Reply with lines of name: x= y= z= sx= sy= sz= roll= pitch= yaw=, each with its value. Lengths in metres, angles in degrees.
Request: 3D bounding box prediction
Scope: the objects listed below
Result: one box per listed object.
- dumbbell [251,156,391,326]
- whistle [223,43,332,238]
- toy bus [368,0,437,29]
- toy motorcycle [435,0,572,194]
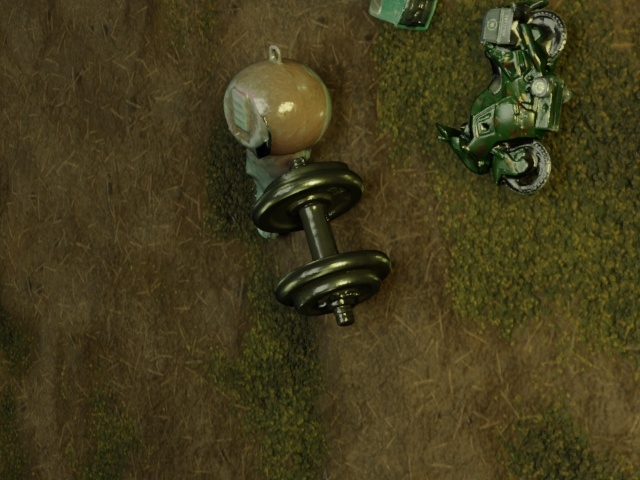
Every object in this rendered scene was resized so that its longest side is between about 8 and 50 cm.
dumbbell: x=0.000 y=0.000 z=1.939 sx=0.192 sy=0.192 sz=0.290 roll=-33 pitch=66 yaw=38
whistle: x=-0.066 y=-0.168 z=2.062 sx=0.189 sy=0.189 sz=0.348 roll=30 pitch=130 yaw=41
toy bus: x=0.150 y=-0.458 z=1.874 sx=0.109 sy=0.091 sz=0.262 roll=27 pitch=111 yaw=41
toy motorcycle: x=0.261 y=-0.209 z=1.750 sx=0.187 sy=0.124 sz=0.275 roll=10 pitch=94 yaw=34
